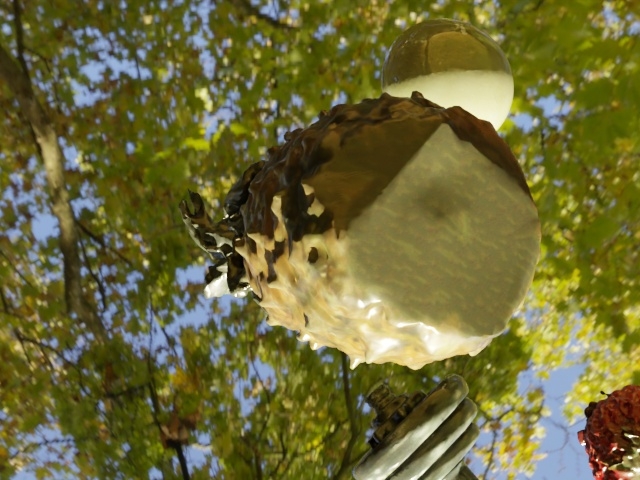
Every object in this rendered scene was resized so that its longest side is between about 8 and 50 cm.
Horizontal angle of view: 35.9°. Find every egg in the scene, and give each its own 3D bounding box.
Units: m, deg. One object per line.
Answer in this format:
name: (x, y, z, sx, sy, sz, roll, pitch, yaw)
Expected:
egg: (0.187, -0.240, 1.496, 0.188, 0.189, 0.254, -14, -149, -9)

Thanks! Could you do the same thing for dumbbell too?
dumbbell: (0.201, 0.325, 1.149, 0.179, 0.179, 0.406, -41, -99, -19)

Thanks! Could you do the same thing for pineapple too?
pineapple: (0.000, 0.000, 0.419, 0.108, 0.197, 0.108, 2, -94, -30)

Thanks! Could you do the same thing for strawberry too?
strawberry: (0.346, 0.217, 1.032, 0.145, 0.086, 0.145, 3, -74, 10)
